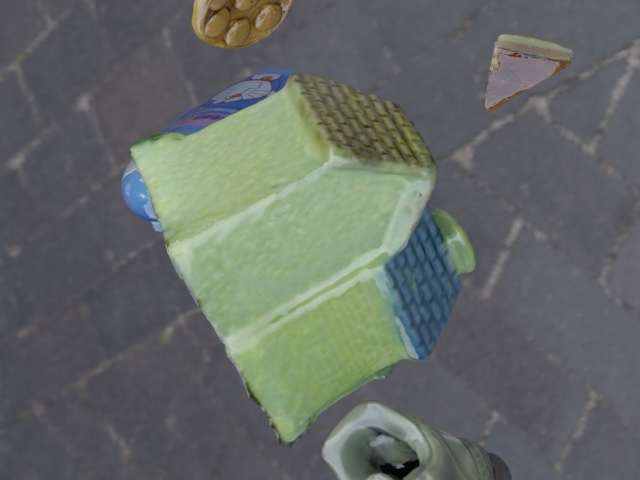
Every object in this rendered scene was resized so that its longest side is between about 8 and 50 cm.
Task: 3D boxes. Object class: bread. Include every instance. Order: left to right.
[{"bbox_3d":[-0.063,-0.209,1.369,0.024,0.110,0.110,48,136,32],"label":"bread"},{"bbox_3d":[0.199,-0.181,1.642,0.109,0.043,0.062,-28,113,31],"label":"bread"}]

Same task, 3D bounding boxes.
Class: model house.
[{"bbox_3d":[0.000,0.000,1.134,0.214,0.189,0.195,61,-178,-32],"label":"model house"}]

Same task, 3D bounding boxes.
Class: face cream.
[{"bbox_3d":[-0.097,-0.086,1.560,0.149,0.264,0.083,1,115,30],"label":"face cream"}]

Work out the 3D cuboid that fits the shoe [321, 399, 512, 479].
[{"bbox_3d":[0.056,0.222,1.011,0.109,0.149,0.293,-46,27,29],"label":"shoe"}]
